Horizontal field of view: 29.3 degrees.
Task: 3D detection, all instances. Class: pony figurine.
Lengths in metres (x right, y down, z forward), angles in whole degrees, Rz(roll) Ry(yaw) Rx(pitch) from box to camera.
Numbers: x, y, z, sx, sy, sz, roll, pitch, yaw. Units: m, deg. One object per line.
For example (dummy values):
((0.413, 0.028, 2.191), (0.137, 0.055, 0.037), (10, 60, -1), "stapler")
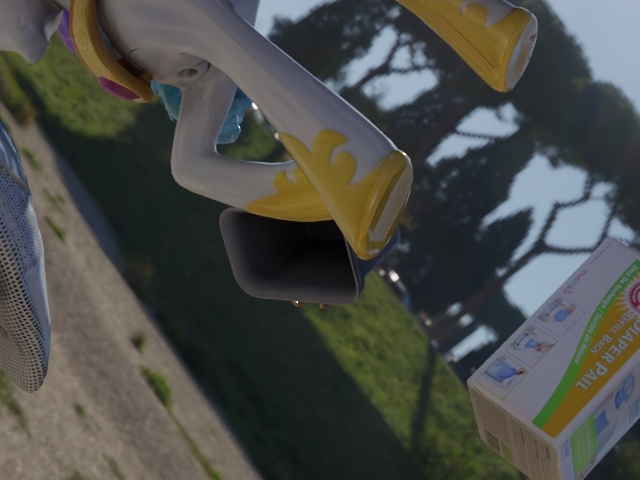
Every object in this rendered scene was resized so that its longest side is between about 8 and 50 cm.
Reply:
((-0.054, -0.189, 0.667), (0.363, 0.351, 0.303), (24, -6, 23), "pony figurine")

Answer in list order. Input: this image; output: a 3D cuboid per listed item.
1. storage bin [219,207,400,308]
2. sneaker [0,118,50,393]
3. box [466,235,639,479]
((0.000, 0.000, 1.036), (0.135, 0.091, 0.098), (3, -64, 40), "storage bin")
((-0.213, -0.004, 0.522), (0.366, 0.137, 0.210), (-54, -130, 55), "sneaker")
((0.242, 0.114, 1.110), (0.103, 0.203, 0.114), (36, -21, 34), "box")
